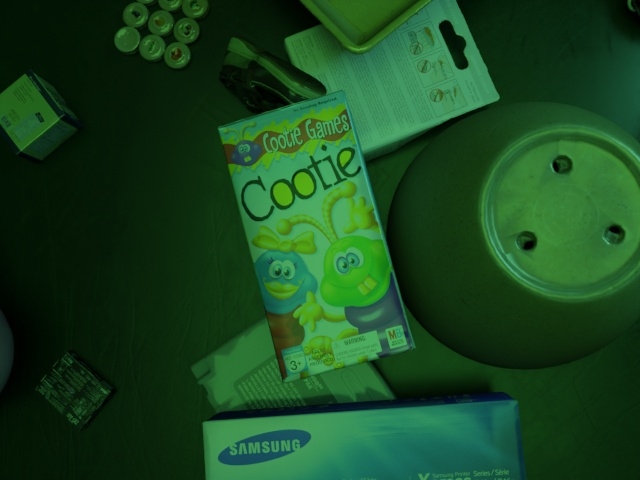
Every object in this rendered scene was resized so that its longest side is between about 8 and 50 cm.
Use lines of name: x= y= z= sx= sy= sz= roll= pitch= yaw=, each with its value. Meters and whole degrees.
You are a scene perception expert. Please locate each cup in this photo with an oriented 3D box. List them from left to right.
cup: x=0.238 y=-0.015 z=0.721 sx=0.331 sy=0.237 sz=0.331 roll=-1 pitch=84 yaw=6

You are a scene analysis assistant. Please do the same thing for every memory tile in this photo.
memory tile: x=-0.211 y=-0.315 z=0.904 sx=0.113 sy=0.012 sz=0.148 roll=19 pitch=87 yaw=7

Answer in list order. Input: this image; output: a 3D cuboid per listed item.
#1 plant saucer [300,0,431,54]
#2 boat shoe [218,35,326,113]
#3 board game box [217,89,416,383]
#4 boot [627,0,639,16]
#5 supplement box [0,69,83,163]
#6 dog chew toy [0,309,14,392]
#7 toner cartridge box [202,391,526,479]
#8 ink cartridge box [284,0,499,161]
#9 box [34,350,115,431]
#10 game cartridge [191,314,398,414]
plant saucer: x=0.067 y=-0.417 z=0.828 sx=0.333 sy=0.081 sz=0.332 roll=-39 pitch=74 yaw=-6
boat shoe: x=-0.066 y=-0.189 z=0.805 sx=0.080 sy=0.223 sz=0.073 roll=18 pitch=107 yaw=-36
board game box: x=0.000 y=0.000 z=0.736 sx=0.142 sy=0.144 sz=0.275 roll=-15 pitch=83 yaw=5
boot: x=0.403 y=-0.329 z=0.819 sx=0.190 sy=0.069 sz=0.086 roll=29 pitch=85 yaw=6
supplement box: x=-0.383 y=-0.165 z=0.882 sx=0.083 sy=0.056 sz=0.083 roll=-39 pitch=82 yaw=1
dog chew toy: x=-0.512 y=0.068 z=0.809 sx=0.207 sy=0.206 sz=0.331 roll=-25 pitch=74 yaw=2
toner cartridge box: x=0.050 y=0.268 z=0.741 sx=0.348 sy=0.075 sz=0.165 roll=-6 pitch=83 yaw=4
ink cartridge box: x=0.088 y=-0.212 z=0.851 sx=0.225 sy=0.056 sz=0.181 roll=-21 pitch=83 yaw=-2
box: x=-0.321 y=0.196 z=0.861 sx=0.083 sy=0.018 sz=0.067 roll=38 pitch=89 yaw=8
game cartridge: x=-0.002 y=0.224 z=0.813 sx=0.196 sy=0.060 sz=0.294 roll=-34 pitch=83 yaw=5
